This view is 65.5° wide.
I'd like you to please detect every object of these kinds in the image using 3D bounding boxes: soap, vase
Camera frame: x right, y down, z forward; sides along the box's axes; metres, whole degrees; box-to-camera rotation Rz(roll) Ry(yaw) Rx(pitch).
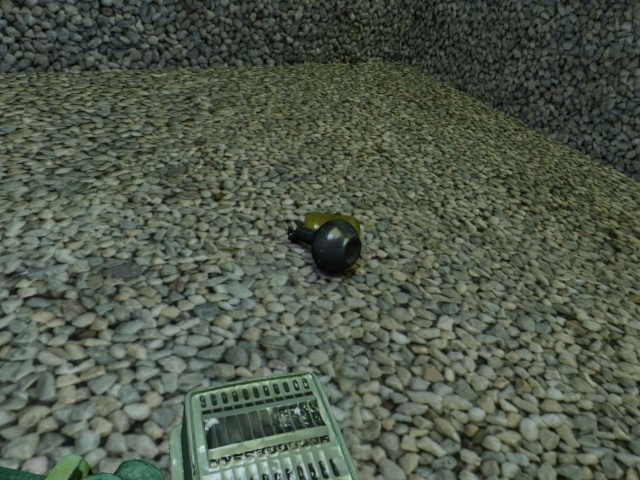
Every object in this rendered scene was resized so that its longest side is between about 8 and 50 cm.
[{"bbox_3d":[0.029,-0.036,1.227,0.140,0.045,0.088,6,38,-7],"label":"soap"},{"bbox_3d":[0.000,0.000,1.123,0.183,0.120,0.120,20,33,36],"label":"vase"}]

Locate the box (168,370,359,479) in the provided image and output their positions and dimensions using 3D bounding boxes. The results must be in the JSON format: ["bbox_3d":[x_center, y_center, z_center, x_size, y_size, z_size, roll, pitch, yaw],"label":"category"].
[{"bbox_3d":[-0.063,0.313,0.606,0.221,0.166,0.290,-3,38,-20],"label":"box"}]

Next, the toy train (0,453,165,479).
[{"bbox_3d":[-0.311,0.369,0.442,0.254,0.160,0.397,-1,30,19],"label":"toy train"}]
